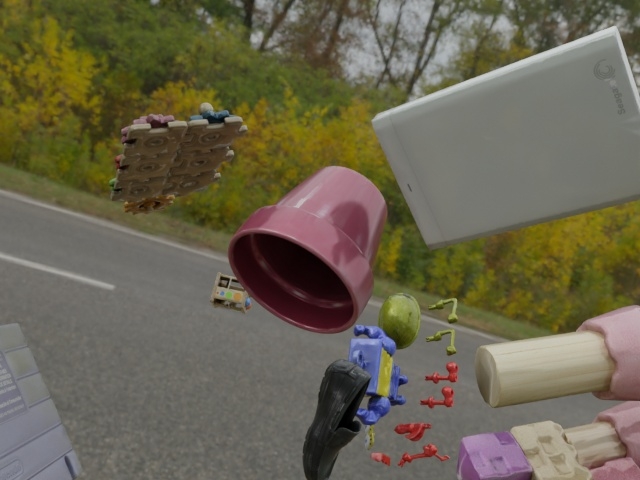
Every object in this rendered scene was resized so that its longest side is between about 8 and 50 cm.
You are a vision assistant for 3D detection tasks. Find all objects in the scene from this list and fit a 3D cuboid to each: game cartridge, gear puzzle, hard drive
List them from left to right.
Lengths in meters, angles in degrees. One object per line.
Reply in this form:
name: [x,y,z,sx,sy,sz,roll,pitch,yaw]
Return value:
game cartridge: [-0.383,0.206,0.764,0.230,0.068,0.355,61,0,3]
gear puzzle: [-0.234,-0.114,1.094,0.175,0.044,0.339,-10,-16,-26]
hard drive: [0.240,-0.112,0.890,0.307,0.203,0.040,-15,22,32]

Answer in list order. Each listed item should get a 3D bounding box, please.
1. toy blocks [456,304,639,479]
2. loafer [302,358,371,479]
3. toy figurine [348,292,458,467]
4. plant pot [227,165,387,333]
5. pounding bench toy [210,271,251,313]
toy blocks: [0.256,0.232,0.485,0.260,0.309,0.288,-7,38,-10]
loafer: [0.027,0.307,1.175,0.078,0.223,0.076,21,13,28]
toy figurine: [0.137,0.232,1.374,0.191,0.362,0.217,-5,-29,33]
plant pot: [0.000,0.000,1.001,0.201,0.180,0.201,21,-38,17]
pounding bench toy: [-0.147,0.095,1.222,0.065,0.052,0.083,12,-17,2]
